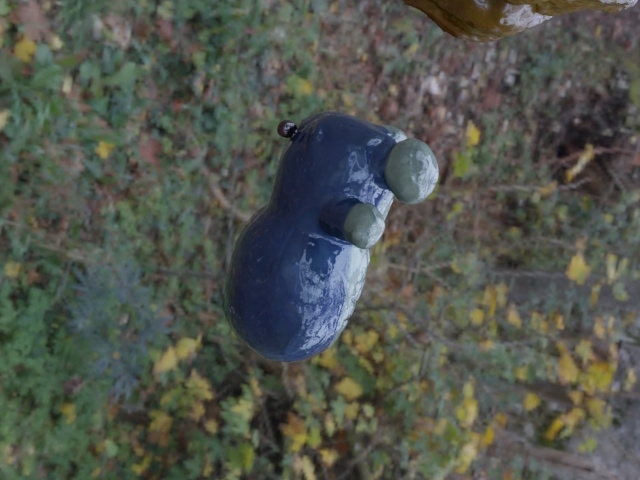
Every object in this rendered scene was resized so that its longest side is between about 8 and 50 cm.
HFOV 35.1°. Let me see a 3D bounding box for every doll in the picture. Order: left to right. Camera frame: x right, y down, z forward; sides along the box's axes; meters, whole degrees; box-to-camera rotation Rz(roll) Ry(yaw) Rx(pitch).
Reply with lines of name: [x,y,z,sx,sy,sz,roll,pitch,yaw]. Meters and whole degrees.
doll: [0.000,0.000,0.995,0.228,0.154,0.259,-118,-134,-73]

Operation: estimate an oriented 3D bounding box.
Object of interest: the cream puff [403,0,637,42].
cream puff: [0.144,-0.245,0.643,0.269,0.154,0.241,25,-65,55]
